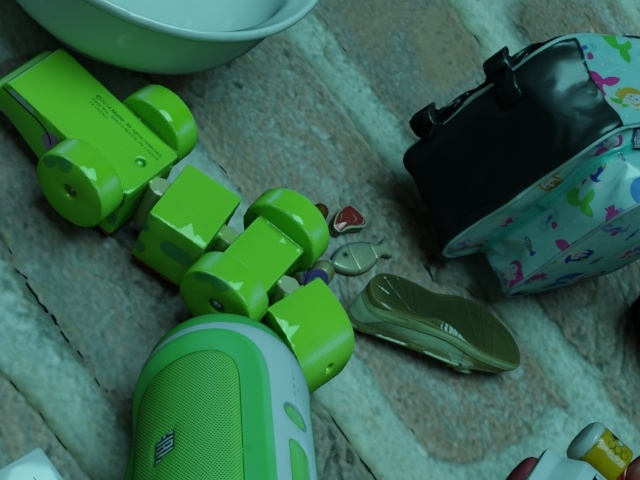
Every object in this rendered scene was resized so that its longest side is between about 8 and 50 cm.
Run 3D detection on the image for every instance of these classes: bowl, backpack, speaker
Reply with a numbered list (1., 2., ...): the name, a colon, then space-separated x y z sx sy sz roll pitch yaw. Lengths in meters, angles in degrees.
1. bowl: -0.151 -0.234 1.222 0.298 0.134 0.297 18 47 -20
2. backpack: 0.230 -0.073 1.293 0.253 0.225 0.191 -17 75 -46
3. speaker: -0.062 0.167 0.974 0.131 0.131 0.296 23 24 -16

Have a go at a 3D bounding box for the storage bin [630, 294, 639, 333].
1. storage bin: 0.381 0.050 1.343 0.180 0.084 0.122 -31 75 -13

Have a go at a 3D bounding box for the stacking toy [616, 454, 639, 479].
1. stacking toy: 0.398 0.158 1.215 0.309 0.279 0.130 -23 76 -41

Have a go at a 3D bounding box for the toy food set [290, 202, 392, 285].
1. toy food set: 0.000 0.000 1.248 0.122 0.019 0.078 -25 76 -37

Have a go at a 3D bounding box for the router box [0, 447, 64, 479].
1. router box: -0.221 0.332 0.883 0.335 0.082 0.301 -31 80 -38

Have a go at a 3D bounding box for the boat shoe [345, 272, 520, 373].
1. boat shoe: 0.094 0.075 1.246 0.153 0.048 0.056 21 41 -25

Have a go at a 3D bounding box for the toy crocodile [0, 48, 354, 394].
1. toy crocodile: -0.110 -0.016 1.155 0.340 0.105 0.115 39 51 3

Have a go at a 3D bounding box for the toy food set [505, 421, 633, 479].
1. toy food set: 0.137 0.203 1.131 0.104 0.111 0.232 42 46 1
